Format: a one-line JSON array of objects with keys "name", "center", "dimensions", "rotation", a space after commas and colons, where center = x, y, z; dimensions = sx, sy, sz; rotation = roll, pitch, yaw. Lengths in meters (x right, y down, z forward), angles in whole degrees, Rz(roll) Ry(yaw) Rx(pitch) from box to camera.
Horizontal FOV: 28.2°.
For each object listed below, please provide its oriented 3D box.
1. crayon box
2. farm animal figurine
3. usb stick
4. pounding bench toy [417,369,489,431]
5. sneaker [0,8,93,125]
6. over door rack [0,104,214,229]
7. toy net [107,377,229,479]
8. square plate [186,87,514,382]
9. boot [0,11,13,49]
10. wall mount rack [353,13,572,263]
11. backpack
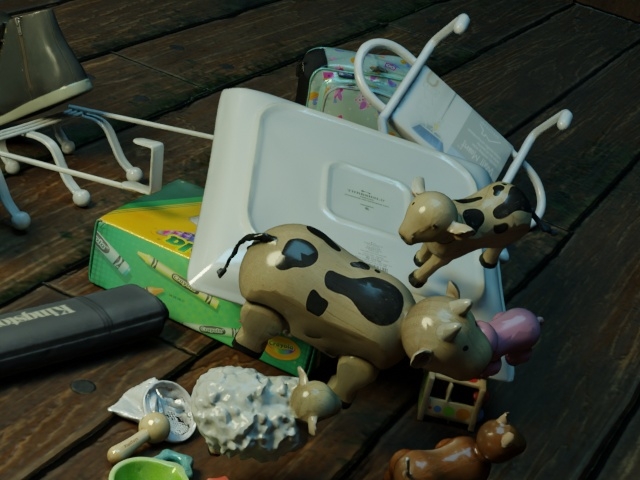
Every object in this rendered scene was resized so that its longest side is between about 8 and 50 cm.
[{"name": "crayon box", "center": [-0.090, 0.035, 1.386], "dimensions": [0.278, 0.081, 0.165], "rotation": [23, 27, 19]}, {"name": "farm animal figurine", "center": [0.069, 0.060, 1.133], "dimensions": [0.326, 0.172, 0.330], "rotation": [15, 56, -9]}, {"name": "usb stick", "center": [-0.272, 0.091, 1.227], "dimensions": [0.278, 0.045, 0.077], "rotation": [-13, 37, -42]}, {"name": "pounding bench toy", "center": [0.137, 0.147, 1.298], "dimensions": [0.065, 0.052, 0.083], "rotation": [13, 25, 0]}, {"name": "sneaker", "center": [-0.389, -0.214, 1.614], "dimensions": [0.222, 0.118, 0.083], "rotation": [-15, 9, 33]}, {"name": "over door rack", "center": [-0.255, -0.091, 1.505], "dimensions": [0.324, 0.108, 0.239], "rotation": [2, 18, 29]}, {"name": "toy net", "center": [-0.127, 0.180, 1.115], "dimensions": [0.122, 0.045, 0.232], "rotation": [7, 26, -12]}, {"name": "square plate", "center": [0.046, -0.027, 1.360], "dimensions": [0.347, 0.049, 0.344], "rotation": [17, 38, -11]}, {"name": "boot", "center": [-0.582, -0.262, 1.651], "dimensions": [0.260, 0.131, 0.348], "rotation": [36, 39, 25]}, {"name": "wall mount rack", "center": [0.184, -0.126, 1.667], "dimensions": [0.350, 0.130, 0.304], "rotation": [41, 54, -12]}, {"name": "backpack", "center": [0.064, -0.178, 1.797], "dimensions": [0.188, 0.166, 0.144], "rotation": [0, 31, -17]}]
